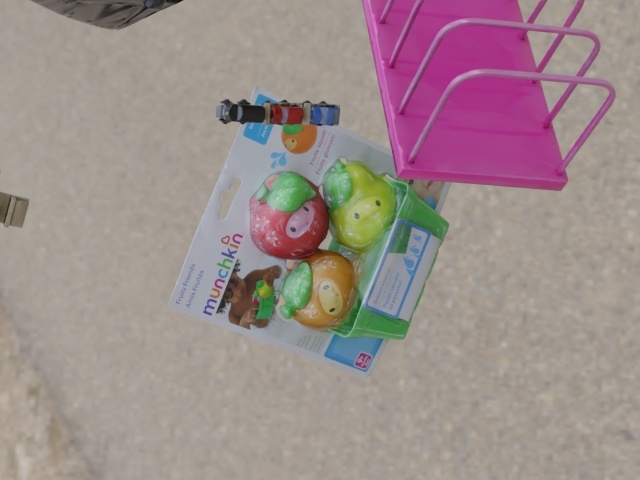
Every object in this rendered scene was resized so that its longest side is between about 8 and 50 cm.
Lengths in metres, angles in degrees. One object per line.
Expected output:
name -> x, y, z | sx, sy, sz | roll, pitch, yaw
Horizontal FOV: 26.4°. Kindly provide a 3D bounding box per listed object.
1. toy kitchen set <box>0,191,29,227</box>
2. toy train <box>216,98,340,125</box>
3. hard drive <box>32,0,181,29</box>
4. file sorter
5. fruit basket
toy kitchen set -> -0.307, -0.022, 1.270 | 0.075, 0.068, 0.083 | -141, 67, -69
toy train -> -0.037, -0.133, 1.417 | 0.036, 0.158, 0.027 | 13, 103, 49
hard drive -> -0.079, -0.177, 0.712 | 0.255, 0.172, 0.054 | -8, -105, -84
file sorter -> 0.184, -0.230, 1.507 | 0.182, 0.202, 0.290 | 119, 149, -52
fruit basket -> 0.000, 0.000, 1.907 | 0.165, 0.353, 0.327 | 20, 87, 55
